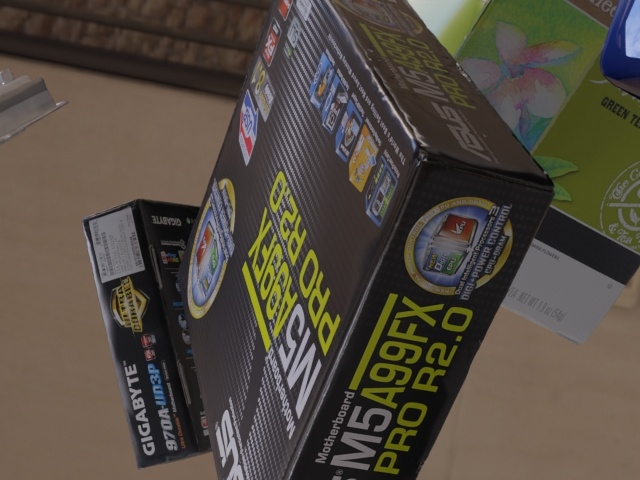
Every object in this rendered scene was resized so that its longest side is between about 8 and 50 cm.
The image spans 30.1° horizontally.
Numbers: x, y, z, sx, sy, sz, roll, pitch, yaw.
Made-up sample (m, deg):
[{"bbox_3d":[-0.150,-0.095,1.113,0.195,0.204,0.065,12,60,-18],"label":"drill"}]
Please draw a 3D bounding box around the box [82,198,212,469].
[{"bbox_3d":[-0.078,0.065,0.877,0.220,0.051,0.175,5,-111,-67],"label":"box"}]

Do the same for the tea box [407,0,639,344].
[{"bbox_3d":[0.193,-0.122,1.204,0.323,0.329,0.220,-59,30,12],"label":"tea box"}]

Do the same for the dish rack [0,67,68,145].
[{"bbox_3d":[-0.439,-0.105,1.282,0.333,0.286,0.072,-83,-30,-76],"label":"dish rack"}]

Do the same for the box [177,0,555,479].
[{"bbox_3d":[0.000,0.000,0.583,0.270,0.060,0.216,-111,39,-58],"label":"box"}]

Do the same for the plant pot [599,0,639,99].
[{"bbox_3d":[0.294,-0.128,0.481,0.212,0.236,0.236,23,93,66],"label":"plant pot"}]
